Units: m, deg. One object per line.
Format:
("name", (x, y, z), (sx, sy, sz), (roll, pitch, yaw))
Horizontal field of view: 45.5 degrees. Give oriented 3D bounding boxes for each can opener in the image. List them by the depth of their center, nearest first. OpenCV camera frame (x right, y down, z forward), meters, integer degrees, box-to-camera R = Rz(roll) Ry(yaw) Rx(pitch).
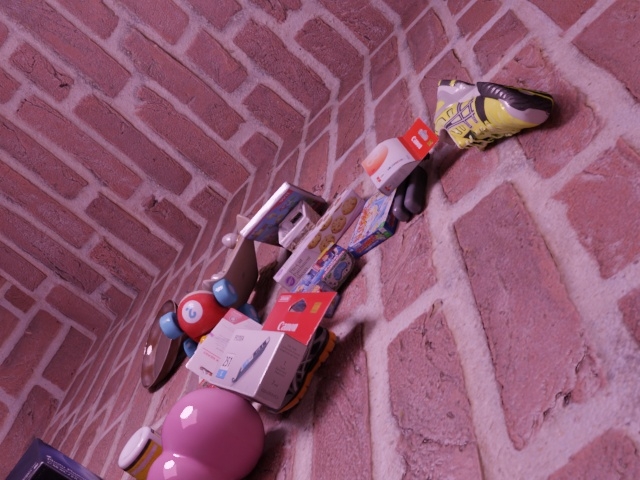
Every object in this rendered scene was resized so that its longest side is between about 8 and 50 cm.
("can opener", (0.209, -0.154, 1.829), (0.074, 0.093, 0.280), (-38, 25, 34))

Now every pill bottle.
("pill bottle", (-0.337, 0.493, 1.655), (0.103, 0.184, 0.103), (-45, 17, 18))

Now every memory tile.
("memory tile", (-0.193, 0.119, 2.413), (0.148, 0.012, 0.113), (-27, 28, 53))

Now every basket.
("basket", (-0.047, -0.026, 2.184), (0.113, 0.103, 0.167), (-47, 16, 12))

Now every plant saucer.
("plant saucer", (-0.533, 0.353, 2.591), (0.310, 0.050, 0.310), (-44, 36, 45))

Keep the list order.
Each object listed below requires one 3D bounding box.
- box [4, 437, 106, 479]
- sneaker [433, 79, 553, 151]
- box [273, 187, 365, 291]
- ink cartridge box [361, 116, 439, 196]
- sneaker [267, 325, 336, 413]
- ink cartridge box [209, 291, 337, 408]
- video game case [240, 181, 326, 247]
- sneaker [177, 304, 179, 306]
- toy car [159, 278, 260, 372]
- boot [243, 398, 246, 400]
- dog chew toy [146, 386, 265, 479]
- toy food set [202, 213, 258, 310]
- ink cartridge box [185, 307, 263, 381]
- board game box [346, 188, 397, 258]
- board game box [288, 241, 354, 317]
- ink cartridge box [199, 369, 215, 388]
("box", (-0.611, 0.647, 1.842), (0.182, 0.296, 0.294), (-56, 17, -16))
("sneaker", (0.363, -0.260, 1.627), (0.385, 0.145, 0.147), (-142, 61, -71))
("box", (0.000, 0.000, 2.073), (0.324, 0.067, 0.063), (-51, 16, -5))
("ink cartridge box", (0.184, -0.207, 1.801), (0.179, 0.045, 0.145), (-51, 29, 16))
("sneaker", (-0.055, 0.264, 1.601), (0.215, 0.083, 0.084), (-57, 19, -19))
("ink cartridge box", (-0.108, 0.208, 1.603), (0.261, 0.066, 0.296), (-63, 20, -16))
("video game case", (-0.105, -0.070, 2.284), (0.204, 0.025, 0.285), (-47, -21, 11))
("sneaker", (-0.425, 0.238, 2.645), (0.118, 0.110, 0.292), (-32, 0, -32))
("toy car", (-0.289, 0.267, 2.036), (0.219, 0.210, 0.238), (-32, 33, 9))
("boot", (-0.183, 0.351, 1.776), (0.152, 0.073, 0.197), (-50, 4, -3))
("dog chew toy", (-0.240, 0.459, 1.479), (0.207, 0.207, 0.331), (-25, 38, 56))
("toy food set", (-0.270, 0.099, 2.254), (0.306, 0.092, 0.219), (-68, -19, -46))
("ink cartridge box", (-0.235, 0.282, 1.918), (0.198, 0.115, 0.067), (-51, -20, -30))
("board game box", (0.143, -0.058, 1.873), (0.136, 0.035, 0.201), (-36, 21, 40))
("board game box", (0.010, 0.107, 1.816), (0.194, 0.060, 0.194), (-51, 17, -2))
("ink cartridge box", (-0.306, 0.379, 2.106), (0.063, 0.029, 0.115), (-48, 16, 5))
